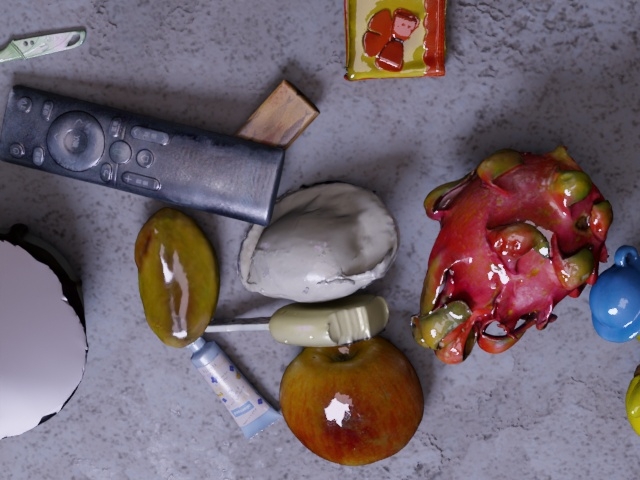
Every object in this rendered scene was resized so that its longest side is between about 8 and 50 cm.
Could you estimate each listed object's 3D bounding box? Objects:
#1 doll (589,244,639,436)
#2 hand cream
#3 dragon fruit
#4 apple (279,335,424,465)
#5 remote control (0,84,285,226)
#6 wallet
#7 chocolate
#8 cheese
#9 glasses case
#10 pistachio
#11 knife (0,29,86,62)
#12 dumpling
[{"bbox_3d":[0.464,0.161,1.863,0.199,0.145,0.363,-39,113,-33],"label":"doll"},{"bbox_3d":[-0.128,0.198,1.946,0.065,0.043,0.171,-34,104,15],"label":"hand cream"},{"bbox_3d":[0.246,0.025,1.797,0.243,0.227,0.307,7,106,5],"label":"dragon fruit"},{"bbox_3d":[0.041,0.219,1.898,0.195,0.160,0.173,-3,125,9],"label":"apple"},{"bbox_3d":[-0.238,-0.113,1.850,0.377,0.044,0.107,14,96,7],"label":"remote control"},{"bbox_3d":[0.097,-0.325,1.801,0.141,0.067,0.241,-1,103,1],"label":"wallet"},{"bbox_3d":[-0.436,0.113,1.865,0.283,0.186,0.284,-1,97,-5],"label":"chocolate"},{"bbox_3d":[-0.042,0.112,1.874,0.255,0.127,0.050,-5,101,25],"label":"cheese"},{"bbox_3d":[-0.079,-0.131,1.865,0.064,0.041,0.170,44,101,2],"label":"glasses case"},{"bbox_3d":[-0.190,0.047,1.887,0.110,0.100,0.189,-11,94,-18],"label":"pistachio"},{"bbox_3d":[-0.411,-0.252,1.866,0.207,0.014,0.030,-11,102,4],"label":"knife"},{"bbox_3d":[0.000,0.000,1.851,0.247,0.142,0.173,-5,69,29],"label":"dumpling"}]
